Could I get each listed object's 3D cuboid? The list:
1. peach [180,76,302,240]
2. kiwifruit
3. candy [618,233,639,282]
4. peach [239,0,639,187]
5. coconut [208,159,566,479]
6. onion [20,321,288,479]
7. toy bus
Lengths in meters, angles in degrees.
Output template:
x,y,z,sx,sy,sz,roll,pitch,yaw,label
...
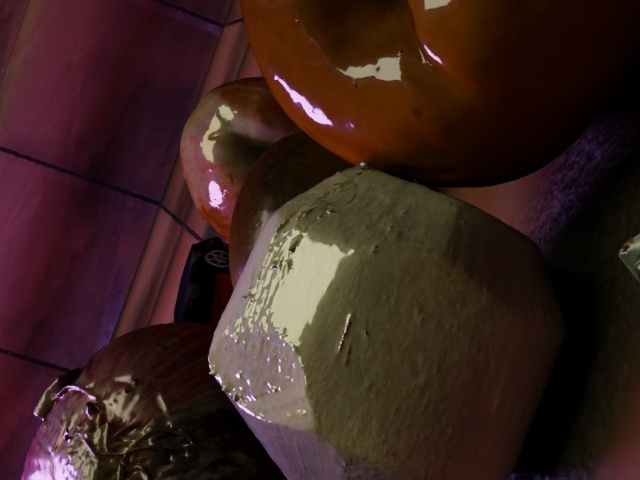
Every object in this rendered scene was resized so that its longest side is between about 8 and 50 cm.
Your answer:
x,y,z,sx,sy,sz,roll,pitch,yaw,label
-0.077,-0.108,1.621,0.256,0.232,0.232,-164,93,-84,peach
0.000,0.000,1.260,0.196,0.196,0.234,132,156,-54,kiwifruit
0.236,-0.051,0.773,0.182,0.046,0.053,-69,17,-1,candy
0.109,-0.215,0.938,0.301,0.343,0.343,-22,-28,-46,peach
0.043,0.086,0.913,0.247,0.245,0.245,-65,15,-4,coconut
-0.169,0.262,1.310,0.353,0.353,0.354,-161,90,-75,onion
-0.127,0.133,1.623,0.303,0.147,0.127,-88,22,-52,toy bus
